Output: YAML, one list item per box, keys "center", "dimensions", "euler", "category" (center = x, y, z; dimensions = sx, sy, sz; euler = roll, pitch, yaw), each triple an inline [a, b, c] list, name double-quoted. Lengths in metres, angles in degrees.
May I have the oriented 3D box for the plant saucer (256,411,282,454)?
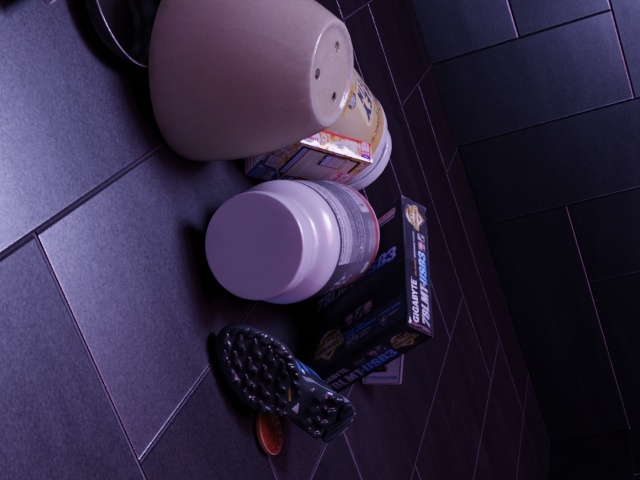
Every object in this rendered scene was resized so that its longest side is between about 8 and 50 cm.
- center: [-0.088, 0.319, 1.647]
  dimensions: [0.083, 0.013, 0.083]
  euler: [-15, 90, -71]
  category: "plant saucer"

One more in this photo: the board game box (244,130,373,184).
- center: [-0.023, -0.150, 1.824]
  dimensions: [0.193, 0.147, 0.045]
  euler: [14, 59, -30]
  category: "board game box"

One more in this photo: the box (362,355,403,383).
- center: [0.134, 0.161, 2.085]
  dimensions: [0.290, 0.087, 0.169]
  euler: [88, 3, -49]
  category: "box"

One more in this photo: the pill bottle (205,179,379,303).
- center: [-0.044, 0.000, 1.695]
  dimensions: [0.363, 0.210, 0.210]
  euler: [-8, 84, -69]
  category: "pill bottle"

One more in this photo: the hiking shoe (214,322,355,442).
- center: [-0.079, 0.232, 1.634]
  dimensions: [0.304, 0.113, 0.132]
  euler: [45, -9, -32]
  category: "hiking shoe"

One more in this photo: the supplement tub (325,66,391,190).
- center: [-0.002, -0.245, 1.944]
  dimensions: [0.316, 0.228, 0.228]
  euler: [44, 37, -56]
  category: "supplement tub"

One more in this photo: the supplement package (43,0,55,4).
- center: [-0.303, -0.444, 1.258]
  dimensions: [0.149, 0.203, 0.194]
  euler: [47, 29, -17]
  category: "supplement package"

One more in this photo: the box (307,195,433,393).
- center: [0.089, 0.108, 1.867]
  dimensions: [0.073, 0.295, 0.293]
  euler: [25, 47, -29]
  category: "box"

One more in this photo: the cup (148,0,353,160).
- center: [-0.086, -0.277, 1.577]
  dimensions: [0.331, 0.237, 0.331]
  euler: [10, 90, -67]
  category: "cup"

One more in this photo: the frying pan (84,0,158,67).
- center: [-0.277, -0.350, 1.541]
  dimensions: [0.326, 0.053, 0.197]
  euler: [9, 68, -70]
  category: "frying pan"
